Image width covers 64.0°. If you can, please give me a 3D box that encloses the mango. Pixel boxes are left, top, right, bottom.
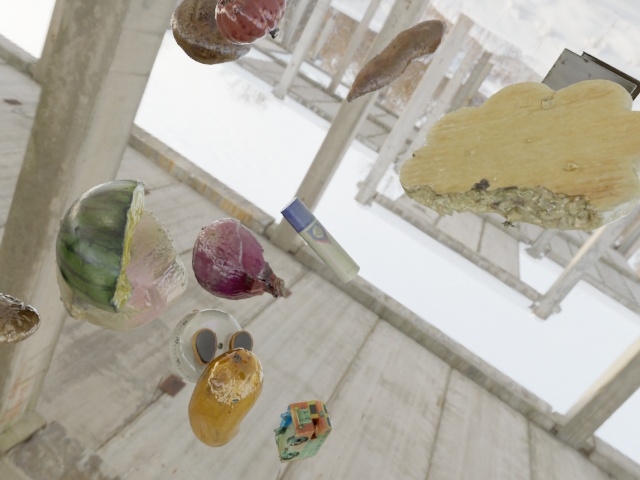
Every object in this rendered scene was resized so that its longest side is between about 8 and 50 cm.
[{"bbox_3d":[-0.260,0.431,1.377,0.186,0.359,0.144,1,-145,-40],"label":"mango"}]

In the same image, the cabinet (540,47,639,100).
[{"bbox_3d":[0.484,-0.244,0.999,0.148,0.215,0.174,42,-144,20],"label":"cabinet"}]

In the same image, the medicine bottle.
[{"bbox_3d":[0.000,0.000,1.216,0.231,0.059,0.059,48,-160,-12],"label":"medicine bottle"}]

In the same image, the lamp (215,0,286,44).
[{"bbox_3d":[-0.161,-0.540,1.214,0.140,0.182,0.182,49,-174,-41],"label":"lamp"}]

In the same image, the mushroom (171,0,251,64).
[{"bbox_3d":[-0.329,-0.658,1.586,0.253,0.153,0.253,6,-105,-25],"label":"mushroom"}]

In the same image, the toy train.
[{"bbox_3d":[-0.042,0.414,1.107,0.099,0.188,0.072,-5,-130,-23],"label":"toy train"}]

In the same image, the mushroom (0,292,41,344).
[{"bbox_3d":[-0.952,0.216,1.464,0.278,0.146,0.278,15,-174,-2],"label":"mushroom"}]

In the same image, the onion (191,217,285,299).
[{"bbox_3d":[-0.280,0.093,1.621,0.348,0.267,0.159,27,-149,32],"label":"onion"}]

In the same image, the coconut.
[{"bbox_3d":[-0.673,0.117,1.677,0.404,0.405,0.405,25,-157,-12],"label":"coconut"}]

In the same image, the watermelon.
[{"bbox_3d":[-0.533,0.010,1.227,0.189,0.331,0.331,4,-152,-9],"label":"watermelon"}]

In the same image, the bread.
[{"bbox_3d":[0.208,-0.092,0.515,0.250,0.182,0.039,15,149,47],"label":"bread"}]

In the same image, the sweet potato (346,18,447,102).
[{"bbox_3d":[0.122,-0.289,0.805,0.051,0.218,0.065,45,166,28],"label":"sweet potato"}]

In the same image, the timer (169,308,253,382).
[{"bbox_3d":[-0.360,0.326,1.594,0.233,0.240,0.234,11,-106,-41],"label":"timer"}]
